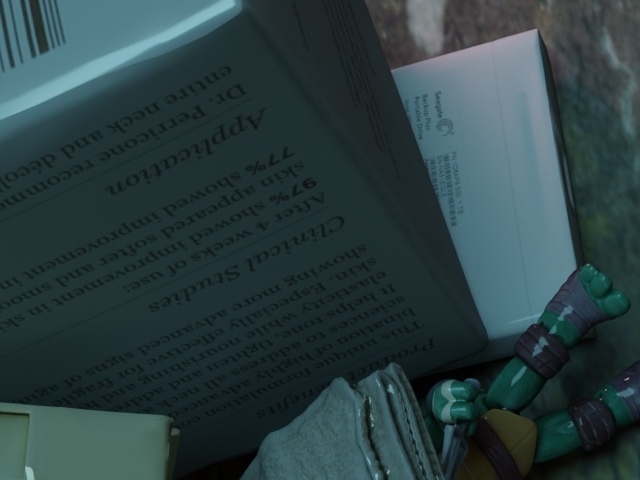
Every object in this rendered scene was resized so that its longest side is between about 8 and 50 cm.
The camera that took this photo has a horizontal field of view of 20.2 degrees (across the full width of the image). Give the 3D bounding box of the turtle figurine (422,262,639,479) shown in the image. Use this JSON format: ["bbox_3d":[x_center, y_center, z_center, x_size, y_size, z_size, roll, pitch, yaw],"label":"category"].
[{"bbox_3d":[0.103,0.130,1.067,0.234,0.175,0.118,-41,35,-13],"label":"turtle figurine"}]

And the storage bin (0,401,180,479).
[{"bbox_3d":[-0.218,0.199,1.038,0.262,0.260,0.123,5,54,-7],"label":"storage bin"}]

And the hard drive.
[{"bbox_3d":[0.000,0.000,1.246,0.353,0.047,0.233,-14,57,15],"label":"hard drive"}]

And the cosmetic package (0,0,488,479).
[{"bbox_3d":[-0.143,-0.081,1.083,0.329,0.394,0.327,-24,55,9],"label":"cosmetic package"}]

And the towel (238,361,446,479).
[{"bbox_3d":[-0.010,0.215,1.028,0.282,0.049,0.187,-54,41,38],"label":"towel"}]
